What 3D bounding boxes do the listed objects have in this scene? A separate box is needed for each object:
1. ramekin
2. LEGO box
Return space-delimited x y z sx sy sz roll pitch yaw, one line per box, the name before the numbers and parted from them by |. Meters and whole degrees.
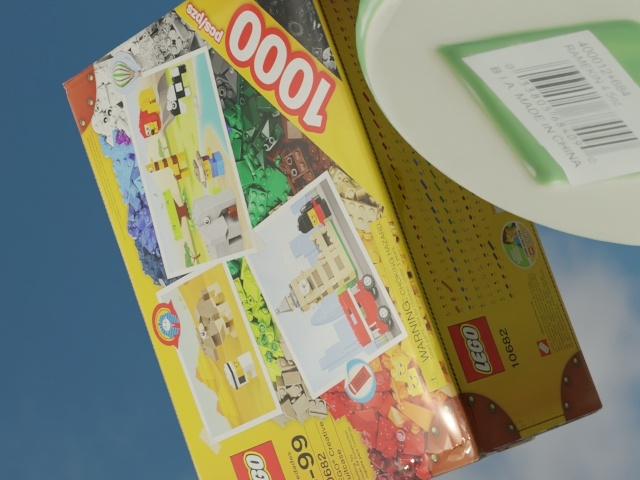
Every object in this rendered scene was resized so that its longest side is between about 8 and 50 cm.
ramekin | 0.167 -0.127 1.089 0.303 0.303 0.148 54 -132 -45
LEGO box | 0.000 0.000 1.890 0.193 0.372 0.500 -13 -100 -45
